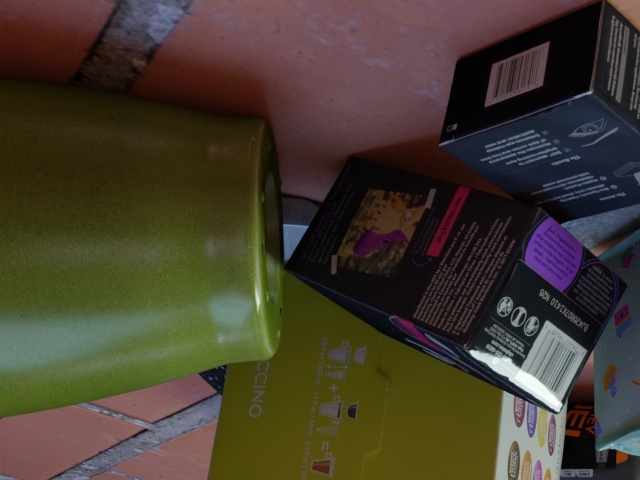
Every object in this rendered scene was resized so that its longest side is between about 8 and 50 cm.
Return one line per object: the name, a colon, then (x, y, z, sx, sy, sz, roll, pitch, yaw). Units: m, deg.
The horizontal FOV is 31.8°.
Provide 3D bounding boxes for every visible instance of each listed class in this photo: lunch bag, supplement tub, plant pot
lunch bag: (0.376, 0.080, 1.065, 0.160, 0.223, 0.262, 12, 155, -15)
supplement tub: (0.406, 0.333, 1.592, 0.338, 0.207, 0.207, -10, 146, 39)
plant pot: (-0.218, 0.003, 1.101, 0.353, 0.366, 0.366, -2, 153, 3)

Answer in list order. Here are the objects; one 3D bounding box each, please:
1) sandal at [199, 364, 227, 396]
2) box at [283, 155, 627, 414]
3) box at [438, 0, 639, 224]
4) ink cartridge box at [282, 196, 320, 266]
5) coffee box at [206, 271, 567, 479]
sandal: (-0.045, 0.261, 1.807, 0.168, 0.107, 0.445, -3, 138, 32)
box: (0.123, 0.036, 1.082, 0.165, 0.143, 0.270, 35, 171, -38)
box: (0.211, -0.098, 0.928, 0.158, 0.093, 0.156, 32, 150, -32)
ink cartridge box: (0.000, 0.000, 1.307, 0.179, 0.045, 0.145, 3, 154, -1)
coffee box: (0.093, 0.241, 1.349, 0.338, 0.337, 0.334, 1, 160, 23)
